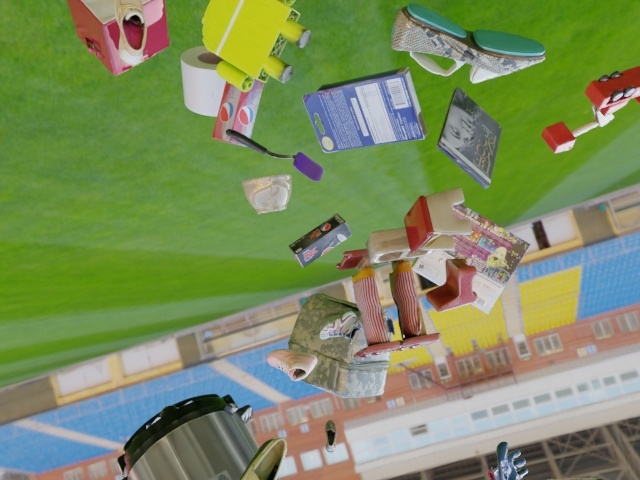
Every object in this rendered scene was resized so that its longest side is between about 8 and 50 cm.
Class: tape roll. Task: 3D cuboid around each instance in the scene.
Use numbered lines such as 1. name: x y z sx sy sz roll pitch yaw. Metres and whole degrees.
1. tape roll: -0.356 -0.560 2.068 0.246 0.246 0.169 -15 132 -22

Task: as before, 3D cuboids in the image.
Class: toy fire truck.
1. toy fire truck: 0.503 -0.235 1.053 0.192 0.047 0.135 -19 153 -11

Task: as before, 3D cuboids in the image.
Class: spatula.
1. spatula: -0.128 -0.244 1.665 0.297 0.084 0.030 22 132 -5

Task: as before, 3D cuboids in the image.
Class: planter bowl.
1. planter bowl: -0.164 -0.145 1.893 0.162 0.109 0.162 -9 -179 0

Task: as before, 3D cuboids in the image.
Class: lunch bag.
1. lunch bag: 0.062 0.301 1.759 0.213 0.255 0.305 5 -176 -40

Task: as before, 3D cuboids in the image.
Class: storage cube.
1. storage cube: -0.537 -0.597 1.579 0.215 0.183 0.193 -38 167 -23

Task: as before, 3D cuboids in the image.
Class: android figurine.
1. android figurine: -0.153 -0.461 1.306 0.248 0.273 0.056 -62 158 15

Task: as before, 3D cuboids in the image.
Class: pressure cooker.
1. pressure cooker: -0.346 0.651 1.694 0.375 0.420 0.370 -51 150 19

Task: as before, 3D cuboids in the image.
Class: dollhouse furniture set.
1. dollhouse furniture set: 0.141 0.077 1.041 0.152 0.201 0.374 -9 163 -9

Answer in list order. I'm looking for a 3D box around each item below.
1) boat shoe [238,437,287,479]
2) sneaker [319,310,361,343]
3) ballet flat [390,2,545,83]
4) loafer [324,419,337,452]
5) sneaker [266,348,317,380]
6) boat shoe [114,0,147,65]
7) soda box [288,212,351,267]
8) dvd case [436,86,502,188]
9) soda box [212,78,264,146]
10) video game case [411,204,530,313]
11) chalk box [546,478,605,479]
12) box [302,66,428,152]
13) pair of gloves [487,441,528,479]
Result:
1. boat shoe: -0.085 0.335 0.824 0.043 0.049 0.137 -40 -167 41
2. sneaker: 0.049 0.213 1.358 0.098 0.069 0.038 -37 144 6
3. ballet flat: 0.448 -0.593 1.864 0.483 0.164 0.182 13 134 -8
4. loafer: 0.038 0.678 2.076 0.045 0.125 0.039 1 129 -1
5. sneaker: -0.080 0.309 1.472 0.134 0.050 0.070 0 -152 20
6. boat shoe: -0.375 -0.440 1.193 0.063 0.170 0.059 -2 168 -33
7. soda box: 0.000 0.000 1.658 0.169 0.060 0.053 -34 -141 -9
8. dvd case: 0.361 -0.250 1.421 0.018 0.165 0.221 -32 -153 49
9. soda box: -0.248 -0.429 1.837 0.092 0.263 0.083 17 -176 42
10. video game case: 0.380 0.040 1.518 0.210 0.232 0.042 -60 -179 5
11. chalk box: 0.277 0.411 0.772 0.213 0.132 0.132 -14 162 -18
12. box: 0.083 -0.248 1.154 0.225 0.136 0.036 -3 -145 32
13. pair of gloves: 0.360 0.476 1.093 0.023 0.198 0.159 -29 159 33
